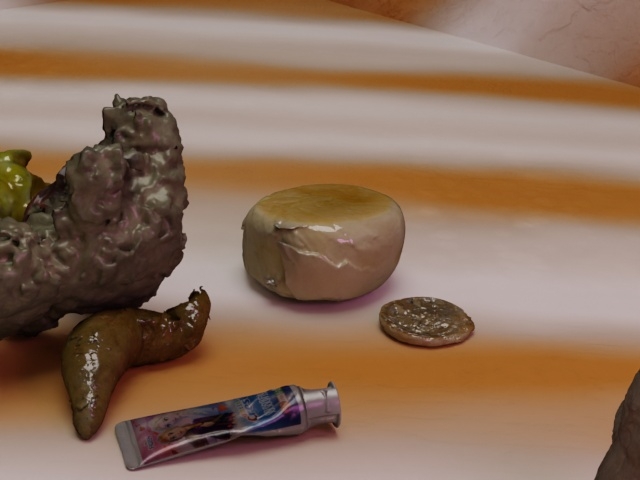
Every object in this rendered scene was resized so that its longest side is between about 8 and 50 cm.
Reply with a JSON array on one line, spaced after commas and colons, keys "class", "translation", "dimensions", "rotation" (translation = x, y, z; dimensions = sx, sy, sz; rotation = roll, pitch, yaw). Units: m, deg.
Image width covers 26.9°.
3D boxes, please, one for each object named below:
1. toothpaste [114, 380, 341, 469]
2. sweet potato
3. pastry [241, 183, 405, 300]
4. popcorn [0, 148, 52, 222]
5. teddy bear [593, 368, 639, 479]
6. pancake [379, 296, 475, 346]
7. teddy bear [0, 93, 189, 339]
[{"class": "toothpaste", "translation": [-0.108, 0.219, 1.598], "dimensions": [0.266, 0.061, 0.096], "rotation": [-9, 26, -14]}, {"class": "sweet potato", "translation": [-0.252, 0.137, 1.708], "dimensions": [0.124, 0.098, 0.310], "rotation": [21, 31, 20]}, {"class": "pastry", "translation": [0.001, -0.001, 2.016], "dimensions": [0.264, 0.133, 0.265], "rotation": [2, 22, -1]}, {"class": "popcorn", "translation": [-0.512, -0.047, 1.985], "dimensions": [0.254, 0.195, 0.256], "rotation": [8, 4, -4]}, {"class": "teddy bear", "translation": [0.359, 0.231, 1.357], "dimensions": [0.151, 0.267, 0.236], "rotation": [13, 18, -24]}, {"class": "pancake", "translation": [0.149, 0.114, 1.908], "dimensions": [0.139, 0.022, 0.139], "rotation": [3, 24, -1]}, {"class": "teddy bear", "translation": [-0.351, 0.003, 1.726], "dimensions": [0.367, 0.357, 0.224], "rotation": [-11, 53, -41]}]
